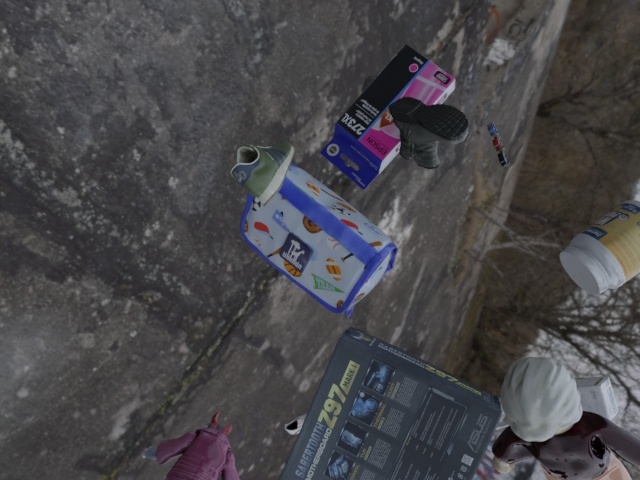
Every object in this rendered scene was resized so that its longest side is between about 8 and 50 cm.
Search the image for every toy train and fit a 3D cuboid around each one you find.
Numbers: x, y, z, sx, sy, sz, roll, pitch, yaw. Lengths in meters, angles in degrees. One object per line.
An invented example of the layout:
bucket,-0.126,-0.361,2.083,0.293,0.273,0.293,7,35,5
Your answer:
toy train,0.558,-0.304,1.623,0.036,0.159,0.027,6,155,-45

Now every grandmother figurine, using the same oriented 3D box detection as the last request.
grandmother figurine,0.318,0.271,0.654,0.342,0.207,0.104,54,28,-28

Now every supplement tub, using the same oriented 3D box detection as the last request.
supplement tub,0.668,0.018,1.167,0.199,0.144,0.144,-35,158,-1

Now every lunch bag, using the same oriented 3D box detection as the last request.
lunch bag,0.000,0.000,1.202,0.239,0.327,0.385,-49,170,-8

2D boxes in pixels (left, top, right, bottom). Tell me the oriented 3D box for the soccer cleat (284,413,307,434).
soccer cleat,-0.026,0.328,0.929,0.083,0.029,0.036,-26,144,11

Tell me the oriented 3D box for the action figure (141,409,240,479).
action figure,-0.282,0.501,1.075,0.370,0.247,0.276,-68,-179,-50

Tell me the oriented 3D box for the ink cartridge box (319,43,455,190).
ink cartridge box,0.173,-0.331,1.382,0.371,0.175,0.069,-49,163,5

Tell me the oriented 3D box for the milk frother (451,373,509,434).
milk frother,0.366,0.382,1.205,0.134,0.129,0.143,-3,97,-33

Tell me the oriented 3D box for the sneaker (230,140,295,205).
sneaker,-0.100,-0.140,0.882,0.064,0.086,0.192,-44,-161,30

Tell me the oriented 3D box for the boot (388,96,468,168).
boot,0.263,-0.235,1.205,0.083,0.246,0.161,-35,129,-12

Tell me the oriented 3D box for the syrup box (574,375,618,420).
syrup box,0.674,0.439,1.417,0.236,0.093,0.096,-19,171,40

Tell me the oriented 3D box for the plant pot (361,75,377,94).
plant pot,0.223,-0.434,1.614,0.187,0.187,0.167,-115,-163,-68

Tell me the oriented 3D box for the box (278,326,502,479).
box,0.065,0.240,0.566,0.233,0.183,0.059,-68,167,5
